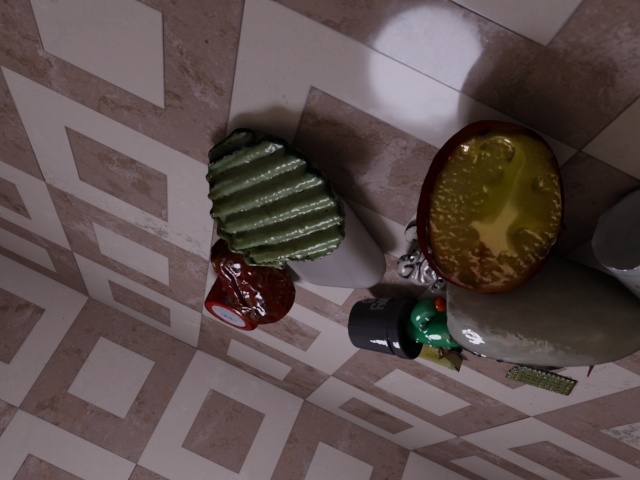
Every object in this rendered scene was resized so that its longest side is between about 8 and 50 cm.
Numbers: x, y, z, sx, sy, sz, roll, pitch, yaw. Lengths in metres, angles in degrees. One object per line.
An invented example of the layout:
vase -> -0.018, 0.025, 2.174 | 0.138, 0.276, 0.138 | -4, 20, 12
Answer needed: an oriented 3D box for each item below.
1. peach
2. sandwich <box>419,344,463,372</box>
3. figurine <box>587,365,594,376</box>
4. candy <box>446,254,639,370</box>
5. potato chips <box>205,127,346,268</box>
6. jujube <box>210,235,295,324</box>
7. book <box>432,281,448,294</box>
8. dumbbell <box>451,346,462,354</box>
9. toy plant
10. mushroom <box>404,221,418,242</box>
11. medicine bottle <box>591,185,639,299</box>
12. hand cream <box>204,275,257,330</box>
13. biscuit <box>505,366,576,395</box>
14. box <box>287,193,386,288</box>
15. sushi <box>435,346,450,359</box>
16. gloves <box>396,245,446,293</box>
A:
peach -> 0.309, -0.064, 1.127 | 0.280, 0.281, 0.338 | 20, 153, 11
sandwich -> 0.368, 0.371, 2.107 | 0.162, 0.058, 0.193 | -1, 145, 45
figurine -> 0.583, 0.193, 1.520 | 0.226, 0.160, 0.184 | 23, 154, 25
candy -> 0.465, 0.125, 1.302 | 0.426, 0.386, 0.186 | 12, 111, 27
potato chips -> -0.127, -0.100, 1.495 | 0.429, 0.070, 0.359 | -13, 105, 44
jujube -> -0.221, 0.123, 2.025 | 0.216, 0.216, 0.342 | -2, 131, 42
book -> 0.412, 0.139, 1.682 | 0.231, 0.022, 0.162 | 35, 151, -18
dumbbell -> 0.437, 0.336, 2.001 | 0.040, 0.036, 0.083 | 16, 152, 18
toy plant -> 0.280, 0.250, 1.824 | 0.399, 0.185, 0.280 | -2, 135, 33
mushroom -> 0.234, -0.019, 1.554 | 0.049, 0.019, 0.101 | 24, 156, 4
medicine bottle -> 0.672, 0.061, 1.132 | 0.332, 0.190, 0.189 | 36, 151, -21
hand cream -> -0.309, 0.225, 2.319 | 0.230, 0.150, 0.230 | 22, 156, 10
biscuit -> 0.702, 0.443, 1.991 | 0.203, 0.016, 0.144 | 16, 152, 16
box -> -0.001, 0.001, 1.654 | 0.288, 0.141, 0.349 | 3, 146, 39
sushi -> 0.383, 0.322, 1.971 | 0.060, 0.118, 0.061 | -4, -175, 5
gloves -> 0.273, 0.062, 1.576 | 0.128, 0.111, 0.212 | 54, 152, -3
